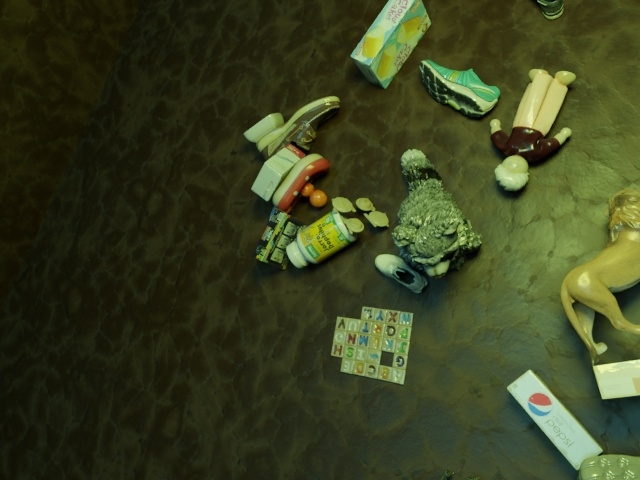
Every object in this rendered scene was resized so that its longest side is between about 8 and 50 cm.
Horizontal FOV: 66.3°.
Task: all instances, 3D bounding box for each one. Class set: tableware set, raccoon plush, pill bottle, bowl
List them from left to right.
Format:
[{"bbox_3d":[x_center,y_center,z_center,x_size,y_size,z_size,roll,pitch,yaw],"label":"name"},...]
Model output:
[{"bbox_3d":[-0.196,-0.399,1.771,0.141,0.142,0.053,-30,96,18],"label":"bowl"},{"bbox_3d":[0.000,0.000,1.533,0.208,0.117,0.118,-32,62,17],"label":"pill bottle"},{"bbox_3d":[0.120,-0.083,1.487,0.141,0.168,0.020,61,146,35],"label":"tableware set"},{"bbox_3d":[0.248,-0.095,1.307,0.216,0.299,0.447,-33,61,12],"label":"raccoon plush"}]

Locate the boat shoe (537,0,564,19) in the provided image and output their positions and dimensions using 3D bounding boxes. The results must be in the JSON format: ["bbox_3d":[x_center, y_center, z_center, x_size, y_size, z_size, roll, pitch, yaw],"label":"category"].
[{"bbox_3d":[0.644,-0.739,1.430,0.075,0.065,0.206,-27,63,20],"label":"boat shoe"}]

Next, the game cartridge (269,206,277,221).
[{"bbox_3d":[-0.150,-0.081,1.704,0.055,0.017,0.083,6,78,35],"label":"game cartridge"}]

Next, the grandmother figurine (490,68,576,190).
[{"bbox_3d":[0.556,-0.292,1.324,0.207,0.104,0.343,16,80,41],"label":"grandmother figurine"}]

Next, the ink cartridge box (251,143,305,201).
[{"bbox_3d":[-0.139,-0.227,1.623,0.072,0.175,0.127,37,129,2],"label":"ink cartridge box"}]

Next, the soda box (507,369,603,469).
[{"bbox_3d":[0.537,0.407,1.131,0.074,0.069,0.216,-44,60,11],"label":"soda box"}]

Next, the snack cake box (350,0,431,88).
[{"bbox_3d":[0.230,-0.649,1.585,0.089,0.152,0.264,38,95,32],"label":"snack cake box"}]

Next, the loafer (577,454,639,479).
[{"bbox_3d":[0.698,0.499,0.998,0.319,0.112,0.112,-3,38,17],"label":"loafer"}]

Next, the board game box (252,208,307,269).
[{"bbox_3d":[-0.129,-0.002,1.592,0.048,0.141,0.170,26,88,31],"label":"board game box"}]

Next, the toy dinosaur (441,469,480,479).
[{"bbox_3d":[0.340,0.628,1.182,0.268,0.064,0.118,-7,78,31],"label":"toy dinosaur"}]

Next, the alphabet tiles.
[{"bbox_3d":[0.144,0.294,1.424,0.237,0.009,0.199,3,77,30],"label":"alphabet tiles"}]

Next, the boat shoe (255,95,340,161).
[{"bbox_3d":[-0.063,-0.367,1.696,0.341,0.123,0.123,-29,84,18],"label":"boat shoe"}]

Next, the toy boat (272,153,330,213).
[{"bbox_3d":[-0.041,-0.167,1.616,0.151,0.151,0.231,37,96,2],"label":"toy boat"}]

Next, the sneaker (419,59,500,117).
[{"bbox_3d":[0.411,-0.467,1.476,0.110,0.107,0.275,-42,62,-11],"label":"sneaker"}]

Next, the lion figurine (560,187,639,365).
[{"bbox_3d":[0.651,0.066,1.083,0.392,0.142,0.240,-37,80,-15],"label":"lion figurine"}]

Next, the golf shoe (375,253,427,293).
[{"bbox_3d":[0.221,0.083,1.402,0.176,0.086,0.069,30,92,34],"label":"golf shoe"}]

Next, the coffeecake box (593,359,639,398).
[{"bbox_3d":[0.658,0.290,1.029,0.142,0.185,0.068,-16,67,25],"label":"coffeecake box"}]
